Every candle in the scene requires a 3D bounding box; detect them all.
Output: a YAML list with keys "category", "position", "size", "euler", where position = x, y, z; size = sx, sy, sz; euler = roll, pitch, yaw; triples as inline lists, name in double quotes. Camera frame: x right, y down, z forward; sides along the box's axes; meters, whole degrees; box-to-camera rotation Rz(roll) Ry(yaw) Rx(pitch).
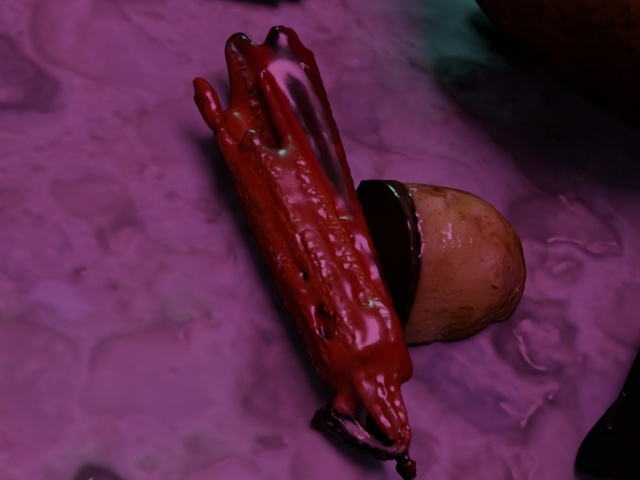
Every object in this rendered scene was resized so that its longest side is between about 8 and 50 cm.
- category: "candle"
  position: [0.000, 0.000, 0.844]
  size: [0.084, 0.059, 0.301]
  euler: [-12, 60, -19]

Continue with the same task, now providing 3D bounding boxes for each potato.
- category: "potato"
  position: [0.080, 0.003, 0.873]
  size: [0.103, 0.066, 0.096]
  euler: [-5, 60, -29]

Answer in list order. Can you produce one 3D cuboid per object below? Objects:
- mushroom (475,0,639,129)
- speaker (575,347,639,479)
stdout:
- category: "mushroom"
  position: [0.251, -0.219, 0.942]
  size: [0.331, 0.356, 0.334]
  euler: [-33, 93, -27]
- category: "speaker"
  position: [0.293, 0.038, 0.812]
  size: [0.184, 0.254, 0.232]
  euler: [34, 49, 3]
